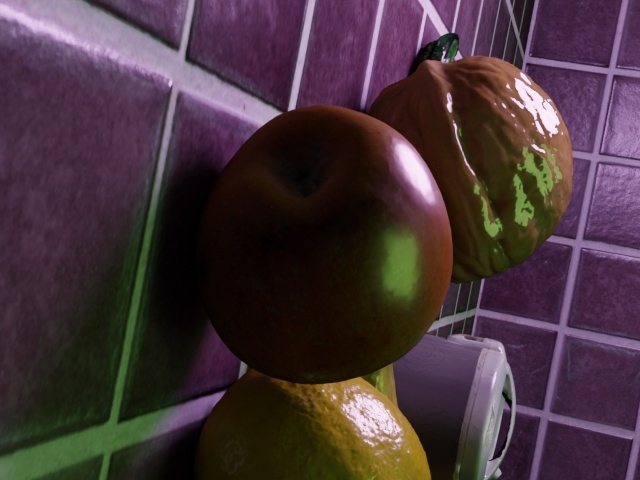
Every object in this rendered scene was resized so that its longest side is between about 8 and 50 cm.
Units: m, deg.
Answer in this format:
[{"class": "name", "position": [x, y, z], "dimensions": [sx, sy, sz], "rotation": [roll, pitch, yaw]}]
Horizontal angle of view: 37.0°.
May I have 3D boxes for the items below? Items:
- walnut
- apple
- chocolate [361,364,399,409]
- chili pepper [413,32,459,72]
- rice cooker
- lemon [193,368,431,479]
[{"class": "walnut", "position": [0.205, -0.106, 1.374], "dimensions": [0.333, 0.333, 0.332], "rotation": [11, 90, -74]}, {"class": "apple", "position": [0.000, 0.000, 0.885], "dimensions": [0.253, 0.254, 0.253], "rotation": [11, 90, -74]}, {"class": "chocolate", "position": [0.051, 0.347, 1.484], "dimensions": [0.162, 0.162, 0.445], "rotation": [-50, 144, -60]}, {"class": "chili pepper", "position": [0.201, -0.297, 1.677], "dimensions": [0.279, 0.065, 0.122], "rotation": [-63, 154, -56]}, {"class": "rice cooker", "position": [0.213, 0.308, 1.740], "dimensions": [0.288, 0.277, 0.288], "rotation": [9, 90, -75]}, {"class": "lemon", "position": [-0.021, 0.232, 0.981], "dimensions": [0.241, 0.219, 0.240], "rotation": [-30, 154, -17]}]
